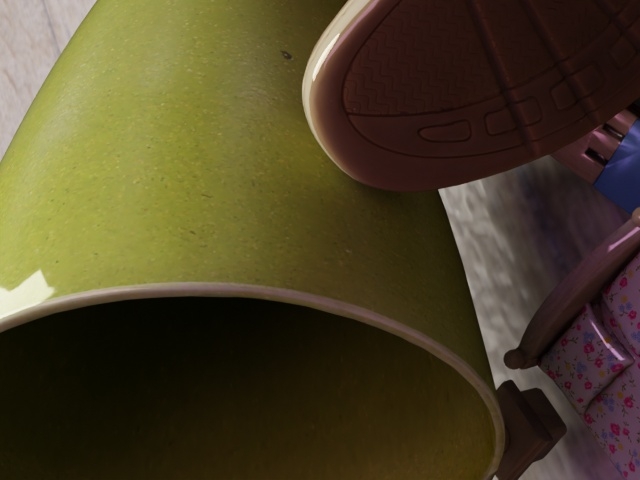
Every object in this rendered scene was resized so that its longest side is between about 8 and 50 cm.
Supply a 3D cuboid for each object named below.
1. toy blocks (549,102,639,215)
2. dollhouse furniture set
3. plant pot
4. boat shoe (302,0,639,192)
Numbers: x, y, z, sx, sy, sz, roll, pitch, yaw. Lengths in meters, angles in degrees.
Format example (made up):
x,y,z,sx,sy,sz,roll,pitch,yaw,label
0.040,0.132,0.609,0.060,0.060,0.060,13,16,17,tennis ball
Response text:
x,y,z,sx,sy,sz,roll,pitch,yaw,label
0.183,-0.182,0.808,0.261,0.191,0.381,38,109,22,toy blocks
0.165,0.159,0.698,0.303,0.174,0.355,57,135,27,dollhouse furniture set
-0.055,-0.018,0.750,0.275,0.275,0.293,-28,46,32,plant pot
0.123,-0.149,0.656,0.341,0.121,0.110,-38,31,-10,boat shoe
